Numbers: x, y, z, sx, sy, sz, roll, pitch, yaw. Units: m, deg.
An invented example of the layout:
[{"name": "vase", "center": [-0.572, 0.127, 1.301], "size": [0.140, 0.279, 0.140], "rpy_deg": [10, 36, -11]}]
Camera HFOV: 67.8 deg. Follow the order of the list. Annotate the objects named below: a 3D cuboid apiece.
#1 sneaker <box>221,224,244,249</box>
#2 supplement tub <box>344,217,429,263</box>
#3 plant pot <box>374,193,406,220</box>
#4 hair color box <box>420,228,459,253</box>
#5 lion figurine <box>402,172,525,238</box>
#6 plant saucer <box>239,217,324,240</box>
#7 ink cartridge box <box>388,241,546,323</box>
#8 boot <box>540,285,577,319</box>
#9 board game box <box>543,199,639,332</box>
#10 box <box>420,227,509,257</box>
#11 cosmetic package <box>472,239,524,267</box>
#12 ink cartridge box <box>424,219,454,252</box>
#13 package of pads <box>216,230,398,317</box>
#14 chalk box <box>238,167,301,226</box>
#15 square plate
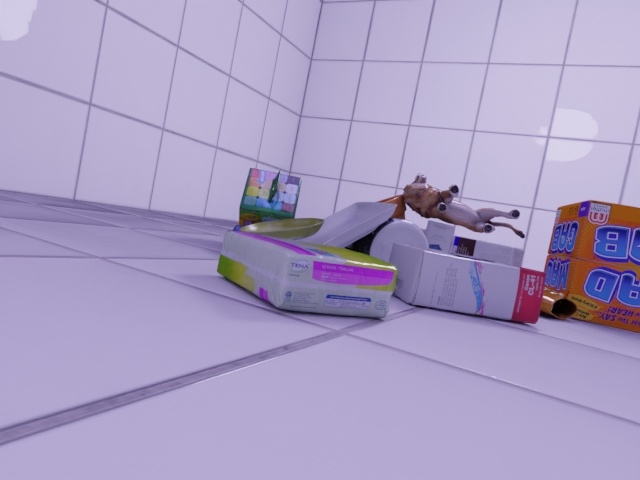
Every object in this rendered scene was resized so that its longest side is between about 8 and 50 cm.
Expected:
[{"name": "sneaker", "center": [-0.232, 0.009, 1.429], "size": [0.087, 0.083, 0.221], "rpy_deg": [19, 10, -2]}, {"name": "supplement tub", "center": [0.181, 0.021, 1.466], "size": [0.194, 0.193, 0.316], "rpy_deg": [10, 3, -15]}, {"name": "plant pot", "center": [0.196, -0.029, 1.763], "size": [0.291, 0.203, 0.291], "rpy_deg": [-18, 4, 1]}, {"name": "hair color box", "center": [0.355, 0.041, 1.879], "size": [0.339, 0.185, 0.110], "rpy_deg": [13, 3, 24]}, {"name": "lion figurine", "center": [0.471, -0.096, 1.617], "size": [0.392, 0.142, 0.240], "rpy_deg": [29, -5, -3]}, {"name": "plant saucer", "center": [-0.107, -0.029, 1.355], "size": [0.241, 0.037, 0.241], "rpy_deg": [-5, 9, 1]}, {"name": "ink cartridge box", "center": [0.337, 0.098, 1.154], "size": [0.307, 0.131, 0.226], "rpy_deg": [12, 2, -10]}, {"name": "boot", "center": [0.660, 0.172, 1.425], "size": [0.295, 0.104, 0.211], "rpy_deg": [2, 14, -44]}, {"name": "board game box", "center": [0.956, 0.085, 1.528], "size": [0.357, 0.356, 0.356], "rpy_deg": [12, 3, 13]}, {"name": "box", "center": [0.585, 0.077, 2.030], "size": [0.382, 0.191, 0.143], "rpy_deg": [12, 3, 6]}, {"name": "cosmetic package", "center": [0.677, 0.104, 1.839], "size": [0.152, 0.183, 0.151], "rpy_deg": [13, 4, 35]}, {"name": "ink cartridge box", "center": [0.396, 0.045, 1.652], "size": [0.093, 0.212, 0.154], "rpy_deg": [15, 3, 15]}, {"name": "package of pads", "center": [-0.030, 0.054, 0.869], "size": [0.229, 0.101, 0.297], "rpy_deg": [9, 4, -31]}, {"name": "chalk box", "center": [-0.169, -0.111, 1.577], "size": [0.179, 0.180, 0.289], "rpy_deg": [11, -37, -3]}, {"name": "square plate", "center": [0.020, -0.013, 1.371], "size": [0.344, 0.049, 0.347], "rpy_deg": [-29, 12, -10]}]
